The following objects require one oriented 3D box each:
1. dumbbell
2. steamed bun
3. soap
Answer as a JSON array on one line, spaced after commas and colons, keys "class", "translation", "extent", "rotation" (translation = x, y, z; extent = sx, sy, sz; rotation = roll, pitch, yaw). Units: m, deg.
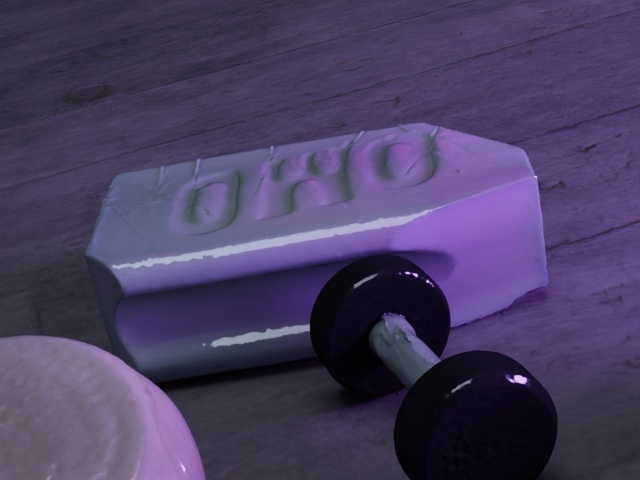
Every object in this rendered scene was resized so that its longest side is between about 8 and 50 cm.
[{"class": "dumbbell", "translation": [0.068, 0.088, 0.777], "extent": [0.100, 0.100, 0.191], "rotation": [-18, 27, -13]}, {"class": "steamed bun", "translation": [-0.171, 0.172, 0.658], "extent": [0.231, 0.145, 0.232], "rotation": [-7, 40, 6]}, {"class": "soap", "translation": [0.000, 0.000, 0.964], "extent": [0.346, 0.115, 0.208], "rotation": [-9, 27, 4]}]
